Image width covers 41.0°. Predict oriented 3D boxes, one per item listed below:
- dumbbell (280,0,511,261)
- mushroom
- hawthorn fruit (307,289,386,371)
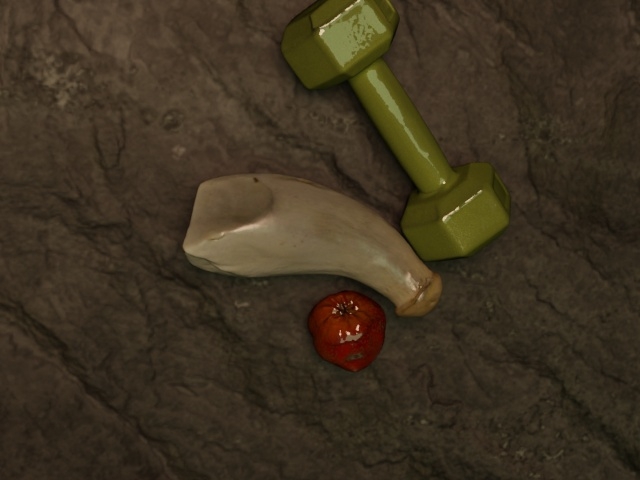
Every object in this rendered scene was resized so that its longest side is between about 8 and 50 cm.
[{"bbox_3d":[0.082,-0.116,0.874,0.108,0.121,0.302,-26,109,26],"label":"dumbbell"},{"bbox_3d":[0.000,0.000,0.881,0.270,0.103,0.118,13,75,-8],"label":"mushroom"},{"bbox_3d":[0.030,0.101,0.935,0.093,0.093,0.093,-3,104,-11],"label":"hawthorn fruit"}]
